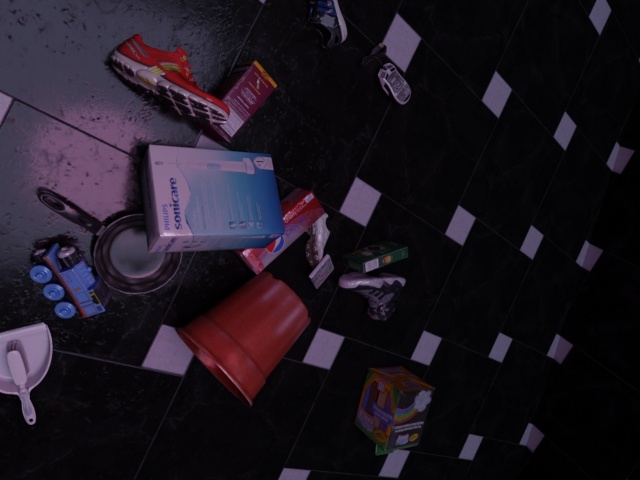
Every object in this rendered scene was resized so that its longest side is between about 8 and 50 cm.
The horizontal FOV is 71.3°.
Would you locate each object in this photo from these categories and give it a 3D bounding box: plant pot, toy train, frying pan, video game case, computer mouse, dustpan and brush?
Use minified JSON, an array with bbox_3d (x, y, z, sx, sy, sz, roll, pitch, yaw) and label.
[{"bbox_3d":[-0.185,0.237,1.174,0.265,0.272,0.272,-44,122,-26],"label":"plant pot"},{"bbox_3d":[-0.545,0.090,0.979,0.105,0.080,0.184,-18,118,-3],"label":"toy train"},{"bbox_3d":[-0.485,0.019,1.030,0.326,0.053,0.197,14,95,-33],"label":"frying pan"},{"bbox_3d":[0.004,0.096,1.351,0.087,0.011,0.122,-50,160,-12],"label":"video game case"},{"bbox_3d":[0.201,-0.490,1.345,0.193,0.042,0.106,47,72,-27],"label":"computer mouse"},{"bbox_3d":[-0.662,0.305,0.986,0.147,0.060,0.211,-13,110,-30],"label":"dustpan and brush"}]

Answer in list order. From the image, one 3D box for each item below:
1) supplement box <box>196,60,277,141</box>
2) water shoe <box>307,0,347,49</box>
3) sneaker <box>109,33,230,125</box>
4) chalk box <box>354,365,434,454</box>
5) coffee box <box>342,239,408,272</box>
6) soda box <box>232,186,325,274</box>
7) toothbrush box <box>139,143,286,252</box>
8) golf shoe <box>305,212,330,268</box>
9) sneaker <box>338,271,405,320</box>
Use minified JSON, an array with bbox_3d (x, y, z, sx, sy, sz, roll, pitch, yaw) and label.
[{"bbox_3d":[-0.208,-0.335,1.080,0.081,0.104,0.188,43,79,-34],"label":"supplement box"},{"bbox_3d":[0.002,-0.603,1.163,0.080,0.073,0.203,-41,121,-15],"label":"water shoe"},{"bbox_3d":[-0.308,-0.353,0.958,0.279,0.107,0.118,31,74,-4],"label":"sneaker"},{"bbox_3d":[0.254,0.624,1.602,0.180,0.179,0.288,10,99,-35],"label":"chalk box"},{"bbox_3d":[0.177,0.049,1.433,0.184,0.113,0.040,-18,111,-30],"label":"coffee box"},{"bbox_3d":[-0.118,-0.032,1.229,0.263,0.092,0.083,-43,122,-16],"label":"soda box"},{"bbox_3d":[-0.254,-0.093,1.050,0.296,0.126,0.216,-3,72,-34],"label":"toothbrush box"},{"bbox_3d":[0.000,0.000,1.334,0.086,0.069,0.176,-16,113,-36],"label":"golf shoe"},{"bbox_3d":[0.168,0.187,1.468,0.269,0.101,0.153,3,98,-36],"label":"sneaker"}]
